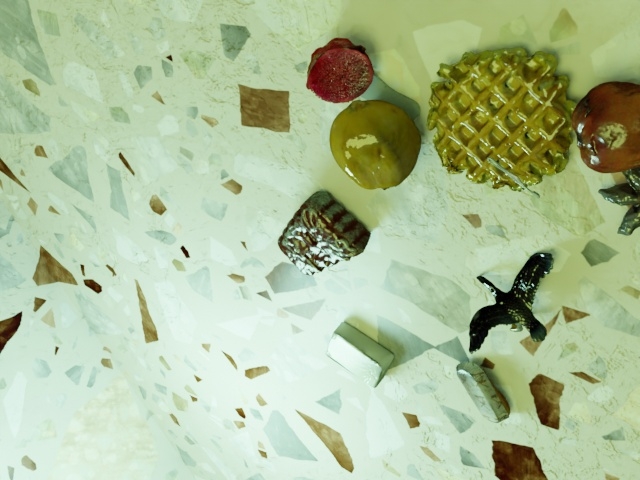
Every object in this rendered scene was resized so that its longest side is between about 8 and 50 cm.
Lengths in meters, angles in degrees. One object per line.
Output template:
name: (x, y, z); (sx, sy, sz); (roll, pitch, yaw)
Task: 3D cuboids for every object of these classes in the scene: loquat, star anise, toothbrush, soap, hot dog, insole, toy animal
loquat: (0.120, -0.208, 1.524); (0.187, 0.176, 0.234); (-2, 137, 39)
star anise: (0.613, -0.082, 1.308); (0.172, 0.063, 0.208); (31, 135, 19)
toothbrush: (0.388, -0.127, 1.394); (0.131, 0.013, 0.011); (37, 124, 0)
soap: (0.111, 0.332, 2.011); (0.183, 0.064, 0.121); (33, 136, 16)
hot dog: (0.425, 0.396, 1.813); (0.191, 0.059, 0.108); (56, 150, -15)
insole: (0.138, -0.327, 1.547); (0.197, 0.004, 0.065); (32, 135, 16)
toy animal: (0.423, 0.153, 1.594); (0.160, 0.272, 0.197); (46, 178, -24)

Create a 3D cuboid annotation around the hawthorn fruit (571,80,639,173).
hawthorn fruit: (0.531, -0.203, 1.213); (0.179, 0.173, 0.173); (-9, 114, 43)

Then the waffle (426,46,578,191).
waffle: (0.361, -0.234, 1.393); (0.325, 0.068, 0.302); (9, 125, 35)

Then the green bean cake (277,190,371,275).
green bean cake: (0.000, 0.000, 1.829); (0.198, 0.097, 0.233); (45, 137, 2)

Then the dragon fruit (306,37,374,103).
dragon fruit: (0.039, -0.392, 1.518); (0.153, 0.111, 0.153); (-7, 141, -6)
